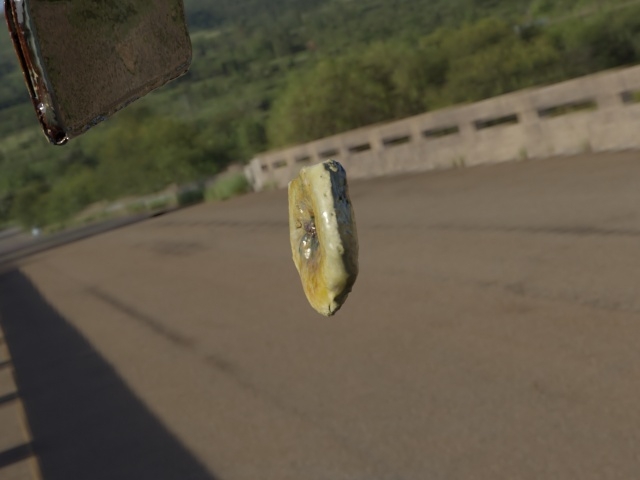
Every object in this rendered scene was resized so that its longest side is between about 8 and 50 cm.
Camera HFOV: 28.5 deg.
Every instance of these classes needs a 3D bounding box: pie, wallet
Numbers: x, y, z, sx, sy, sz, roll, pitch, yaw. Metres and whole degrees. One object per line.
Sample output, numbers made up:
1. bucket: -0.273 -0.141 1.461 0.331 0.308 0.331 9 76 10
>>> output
1. pie: 0.003 0.000 1.521 0.052 0.185 0.218 -8 -10 -15
2. wallet: -0.158 -0.157 0.934 0.031 0.121 0.232 -5 19 21
